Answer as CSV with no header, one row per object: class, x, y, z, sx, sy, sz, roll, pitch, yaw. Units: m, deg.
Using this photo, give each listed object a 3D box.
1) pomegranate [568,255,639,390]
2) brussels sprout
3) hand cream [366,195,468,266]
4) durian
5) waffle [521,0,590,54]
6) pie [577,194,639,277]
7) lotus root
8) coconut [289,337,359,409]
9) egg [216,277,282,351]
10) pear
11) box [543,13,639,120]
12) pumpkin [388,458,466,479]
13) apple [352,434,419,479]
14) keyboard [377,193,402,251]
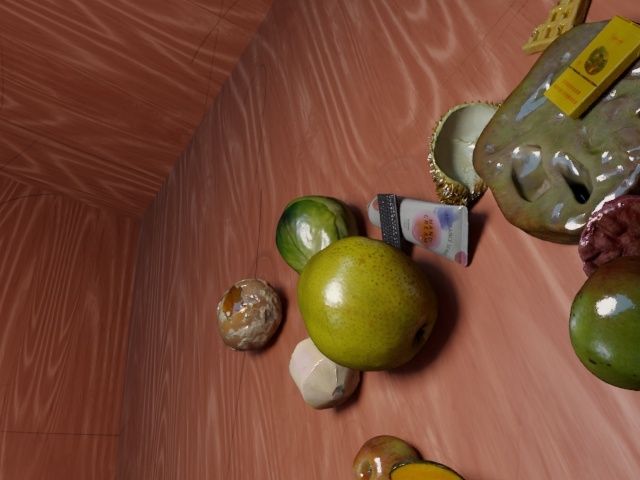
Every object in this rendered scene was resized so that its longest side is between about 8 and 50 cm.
pomegranate,0.431,0.115,0.687,0.210,0.180,0.179,23,93,33
brussels sprout,0.000,0.000,1.397,0.219,0.210,0.271,-57,48,30
hand cream,0.206,-0.042,1.201,0.341,0.078,0.124,26,123,59
durian,0.296,-0.183,1.130,0.139,0.144,0.252,12,77,37
waffle,0.483,-0.471,1.076,0.125,0.032,0.190,12,81,61
pie,0.442,0.005,0.763,0.153,0.153,0.038,-47,4,33
lotus root,0.425,-0.178,0.920,0.375,0.111,0.390,-14,61,58
coconut,0.013,0.306,1.242,0.147,0.147,0.152,-62,33,13
egg,-0.213,0.224,1.602,0.233,0.195,0.195,-55,33,19
pear,0.094,0.130,1.104,0.294,0.294,0.294,-35,45,44
box,0.431,-0.271,0.845,0.155,0.023,0.087,-51,28,27
pumpkin,0.200,0.486,0.904,0.163,0.111,0.278,3,95,18
apple,0.124,0.433,1.028,0.126,0.102,0.126,-34,46,43
keyboard,0.161,-0.006,1.227,0.067,0.011,0.202,7,108,56
